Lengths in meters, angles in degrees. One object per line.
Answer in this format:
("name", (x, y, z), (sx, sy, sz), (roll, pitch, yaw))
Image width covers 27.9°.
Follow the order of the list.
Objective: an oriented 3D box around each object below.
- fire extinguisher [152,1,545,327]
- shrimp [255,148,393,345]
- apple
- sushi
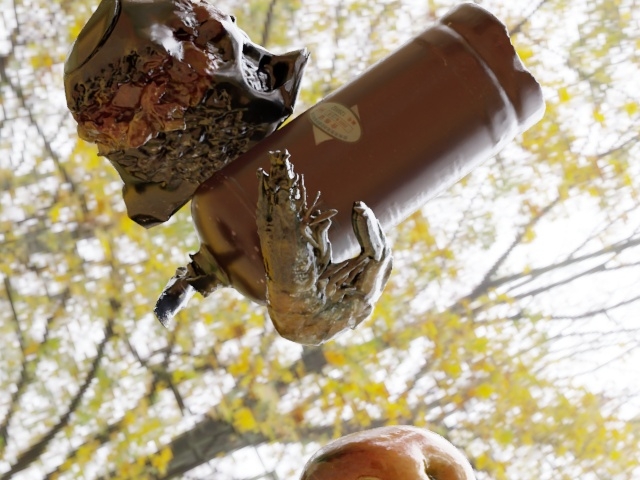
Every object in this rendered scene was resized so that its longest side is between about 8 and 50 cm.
("fire extinguisher", (0.010, -0.045, 0.974), (0.114, 0.337, 0.135), (55, -9, -7))
("shrimp", (0.000, 0.000, 0.835), (0.034, 0.091, 0.161), (-126, -161, -50))
("apple", (0.078, 0.285, 1.406), (0.199, 0.199, 0.199), (15, -67, 39))
("sushi", (-0.129, -0.128, 1.054), (0.172, 0.150, 0.153), (-18, -132, 45))
